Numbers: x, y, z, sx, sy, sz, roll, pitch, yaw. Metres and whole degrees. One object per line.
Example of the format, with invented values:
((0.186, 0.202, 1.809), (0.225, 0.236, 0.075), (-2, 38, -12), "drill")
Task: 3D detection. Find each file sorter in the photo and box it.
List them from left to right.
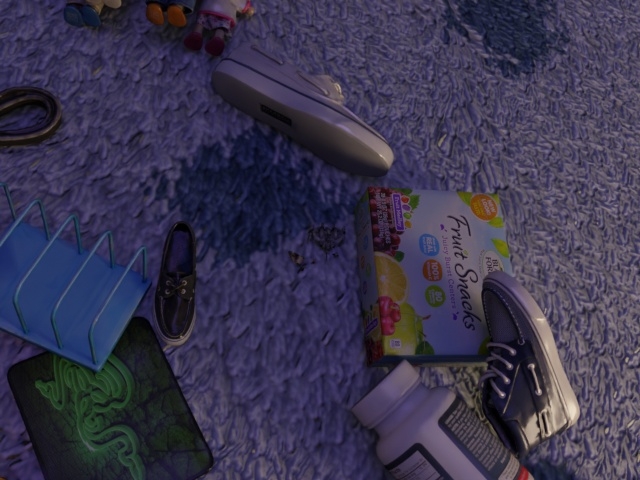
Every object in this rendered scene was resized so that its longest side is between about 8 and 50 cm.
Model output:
((-0.277, 0.035, 0.676), (0.170, 0.104, 0.118), (24, 57, -1), "file sorter")

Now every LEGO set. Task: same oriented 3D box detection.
((0.001, 0.002, 0.803), (0.054, 0.023, 0.083), (34, 64, 3), "LEGO set")

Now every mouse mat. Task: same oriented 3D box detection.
((-0.213, 0.181, 0.672), (0.152, 0.007, 0.190), (-22, 67, -26), "mouse mat")

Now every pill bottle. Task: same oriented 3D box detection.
((0.122, 0.217, 0.689), (0.108, 0.108, 0.180), (-38, 79, -24), "pill bottle")

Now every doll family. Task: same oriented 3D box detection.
((-0.211, -0.361, 0.865), (0.262, 0.118, 0.163), (12, 64, -7), "doll family")

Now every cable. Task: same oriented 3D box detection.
((-0.444, -0.124, 0.736), (0.287, 0.072, 0.140), (-2, 73, -14), "cable")

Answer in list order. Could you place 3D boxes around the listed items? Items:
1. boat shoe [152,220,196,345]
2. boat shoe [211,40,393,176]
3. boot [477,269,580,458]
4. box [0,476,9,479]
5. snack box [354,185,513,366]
((-0.162, 0.045, 0.739), (0.049, 0.040, 0.142), (3, 66, -11), "boat shoe")
((-0.011, -0.175, 0.841), (0.258, 0.095, 0.084), (32, 68, 1), "boat shoe")
((0.200, 0.132, 0.696), (0.086, 0.069, 0.190), (-28, 94, -19), "boot")
((-0.265, 0.288, 0.617), (0.136, 0.028, 0.081), (25, 63, 1), "box")
((0.138, 0.043, 0.789), (0.174, 0.070, 0.207), (3, 68, -13), "snack box")
